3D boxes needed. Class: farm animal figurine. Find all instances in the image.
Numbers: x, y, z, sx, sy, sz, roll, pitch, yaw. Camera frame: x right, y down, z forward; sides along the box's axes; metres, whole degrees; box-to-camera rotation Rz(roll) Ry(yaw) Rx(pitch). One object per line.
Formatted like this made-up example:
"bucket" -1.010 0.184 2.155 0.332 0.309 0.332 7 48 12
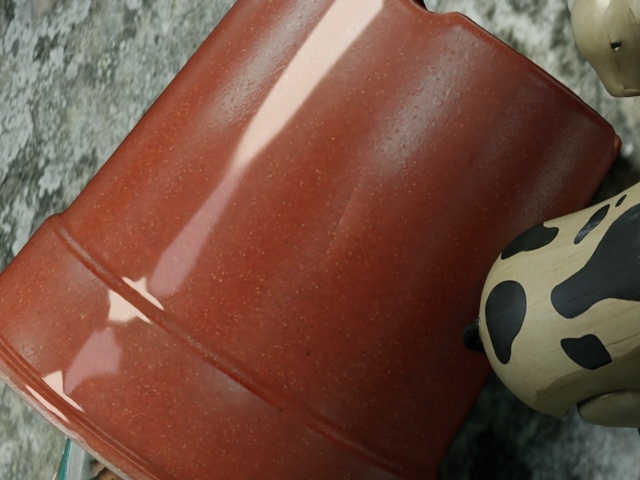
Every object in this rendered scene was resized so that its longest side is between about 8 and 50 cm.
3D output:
"farm animal figurine" 0.178 -0.023 0.847 0.327 0.172 0.330 -47 44 35

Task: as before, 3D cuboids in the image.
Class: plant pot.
"plant pot" 0.000 0.000 1.015 0.265 0.272 0.272 -55 38 3

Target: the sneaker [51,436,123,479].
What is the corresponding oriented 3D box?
"sneaker" -0.151 0.191 1.293 0.121 0.108 0.302 4 84 51
